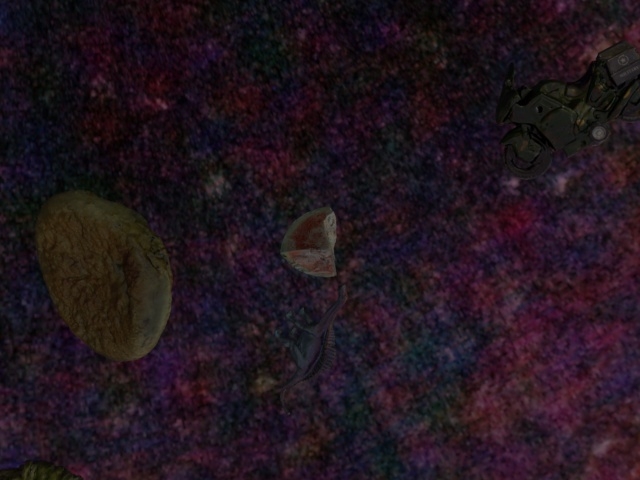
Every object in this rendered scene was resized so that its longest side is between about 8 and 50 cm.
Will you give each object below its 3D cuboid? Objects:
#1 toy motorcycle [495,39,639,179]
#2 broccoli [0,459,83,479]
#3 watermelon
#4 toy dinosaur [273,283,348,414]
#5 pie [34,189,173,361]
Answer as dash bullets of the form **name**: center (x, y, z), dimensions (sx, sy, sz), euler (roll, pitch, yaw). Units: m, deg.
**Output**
- **toy motorcycle**: center (0.399, -0.231, 1.368), dimensions (0.274, 0.187, 0.125), euler (-28, 175, 11)
- **broccoli**: center (-0.411, 0.422, 1.123), dimensions (0.247, 0.246, 0.288), euler (28, 125, -9)
- **watermelon**: center (0.000, 0.000, 0.975), dimensions (0.085, 0.061, 0.085), euler (-6, 101, -30)
- **toy dinosaur**: center (-0.017, 0.135, 1.094), dimensions (0.045, 0.080, 0.197), euler (-2, 122, -55)
- **pie**: center (-0.328, 0.052, 1.282), dimensions (0.078, 0.277, 0.277), euler (-26, 152, -48)
